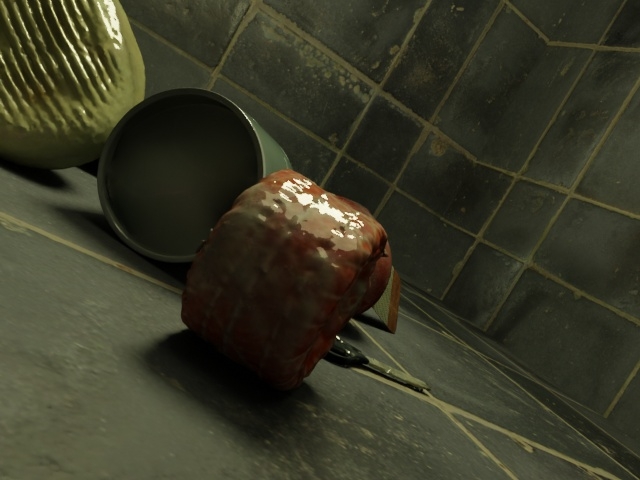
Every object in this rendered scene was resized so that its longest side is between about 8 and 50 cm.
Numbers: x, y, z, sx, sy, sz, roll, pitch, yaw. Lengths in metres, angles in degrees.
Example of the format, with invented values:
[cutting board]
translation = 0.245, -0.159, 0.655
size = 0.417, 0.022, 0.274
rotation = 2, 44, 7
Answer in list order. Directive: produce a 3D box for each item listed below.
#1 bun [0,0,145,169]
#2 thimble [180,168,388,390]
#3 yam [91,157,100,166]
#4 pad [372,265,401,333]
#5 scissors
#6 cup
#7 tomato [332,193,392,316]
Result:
[bun]
translation = -0.469, -0.291, 1.105
size = 0.361, 0.361, 0.213
rotation = 30, -15, -13
[thimble]
translation = -0.035, 0.049, 0.768
size = 0.162, 0.239, 0.239
rotation = 31, 5, 12
[yam]
translation = -0.476, -0.180, 1.463
size = 0.241, 0.057, 0.057
rotation = 31, 4, -16
[pad]
translation = 0.152, 0.158, 1.511
size = 0.250, 0.055, 0.323
rotation = 52, 20, -45
[scissors]
translation = 0.081, 0.203, 1.106
size = 0.300, 0.022, 0.109
rotation = 30, 8, -30
[cup]
translation = -0.154, -0.044, 1.080
size = 0.357, 0.259, 0.274
rotation = 63, 10, 8
[tomato]
translation = 0.020, 0.024, 1.329
size = 0.270, 0.227, 0.270
rotation = 32, 10, -6
